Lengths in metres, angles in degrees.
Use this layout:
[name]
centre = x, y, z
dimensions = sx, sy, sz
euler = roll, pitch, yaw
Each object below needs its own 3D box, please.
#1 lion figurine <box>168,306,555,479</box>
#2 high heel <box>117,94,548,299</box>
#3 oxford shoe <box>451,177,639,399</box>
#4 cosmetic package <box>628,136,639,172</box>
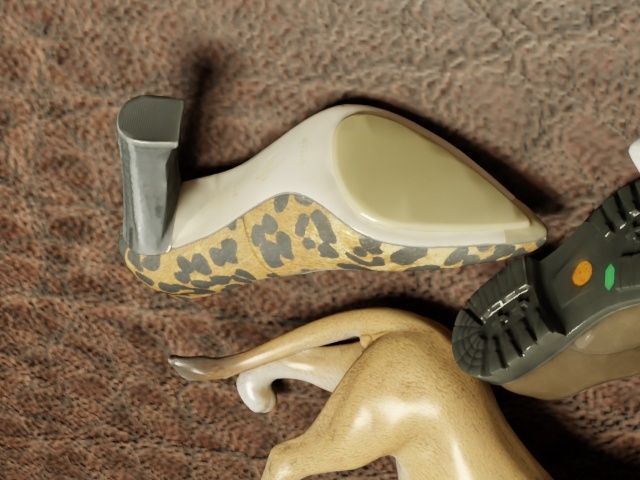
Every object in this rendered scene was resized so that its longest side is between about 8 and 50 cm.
[lion figurine]
centre = 0.100, 0.164, 0.835
dimensions = 0.392, 0.142, 0.240
euler = 46, 122, -8
[high heel]
centre = 0.000, 0.000, 0.807
dimensions = 0.261, 0.093, 0.186
euler = 14, 148, 3
[oxford shoe]
centre = 0.191, 0.025, 0.740
dimensions = 0.096, 0.082, 0.227
euler = 30, 133, -33
[cosmetic package]
centre = 0.272, -0.008, 0.581
dimensions = 0.183, 0.151, 0.151
euler = 54, 172, -20
